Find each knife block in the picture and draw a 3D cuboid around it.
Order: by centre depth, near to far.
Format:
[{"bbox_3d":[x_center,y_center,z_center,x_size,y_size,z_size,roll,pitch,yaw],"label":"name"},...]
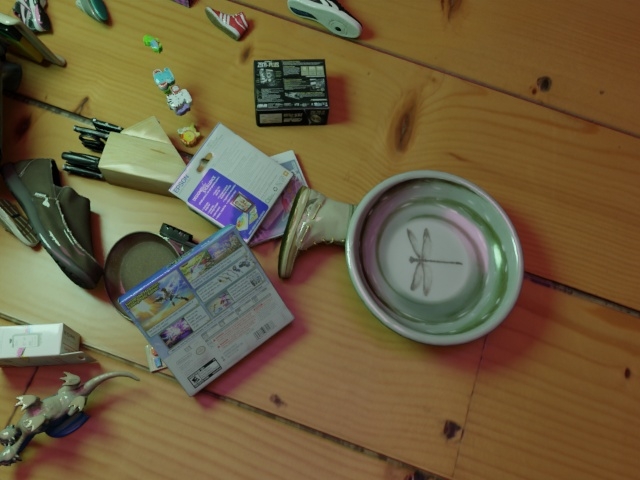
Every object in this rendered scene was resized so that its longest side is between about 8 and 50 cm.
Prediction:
[{"bbox_3d":[-0.449,-0.166,1.314,0.242,0.088,0.275,-31,76,-14],"label":"knife block"}]

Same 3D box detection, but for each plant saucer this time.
[{"bbox_3d":[-0.370,0.078,1.224,0.199,0.036,0.198,0,91,15],"label":"plant saucer"},{"bbox_3d":[0.246,0.041,1.278,0.401,0.100,0.400,2,71,-7],"label":"plant saucer"}]

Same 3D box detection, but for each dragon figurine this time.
[{"bbox_3d":[-0.511,0.332,1.127,0.289,0.144,0.085,-28,72,-33],"label":"dragon figurine"}]

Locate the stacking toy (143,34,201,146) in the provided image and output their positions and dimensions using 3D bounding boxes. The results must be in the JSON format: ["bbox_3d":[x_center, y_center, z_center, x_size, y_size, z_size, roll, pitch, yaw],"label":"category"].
[{"bbox_3d":[-0.354,-0.349,1.346,0.052,0.167,0.221,-26,75,-13],"label":"stacking toy"}]

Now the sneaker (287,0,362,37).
[{"bbox_3d":[0.032,-0.634,1.526,0.217,0.079,0.121,27,72,7],"label":"sneaker"}]

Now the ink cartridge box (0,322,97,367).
[{"bbox_3d":[-0.562,0.212,1.152,0.198,0.115,0.067,-2,70,-6],"label":"ink cartridge box"}]

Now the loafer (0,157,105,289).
[{"bbox_3d":[-0.557,-0.057,1.235,0.130,0.133,0.366,-33,72,-20],"label":"loafer"}]

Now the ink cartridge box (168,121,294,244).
[{"bbox_3d":[-0.199,-0.127,1.291,0.208,0.045,0.206,35,70,-9],"label":"ink cartridge box"}]

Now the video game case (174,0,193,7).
[{"bbox_3d":[-0.411,-0.761,1.558,0.232,0.042,0.210,24,70,5],"label":"video game case"}]

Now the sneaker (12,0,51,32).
[{"bbox_3d":[-0.751,-0.605,1.463,0.077,0.072,0.178,-18,66,0],"label":"sneaker"}]

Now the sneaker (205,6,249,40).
[{"bbox_3d":[-0.242,-0.586,1.507,0.118,0.042,0.067,40,76,2],"label":"sneaker"}]

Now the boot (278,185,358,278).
[{"bbox_3d":[0.000,0.000,1.291,0.165,0.077,0.213,17,87,-13],"label":"boot"}]

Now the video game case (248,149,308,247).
[{"bbox_3d":[-0.116,-0.102,1.350,0.184,0.023,0.201,-19,73,-11],"label":"video game case"}]

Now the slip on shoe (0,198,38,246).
[{"bbox_3d":[-0.681,-0.033,1.274,0.135,0.051,0.041,45,113,3],"label":"slip on shoe"}]

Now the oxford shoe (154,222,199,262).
[{"bbox_3d":[-0.264,0.052,1.263,0.227,0.083,0.096,26,88,6],"label":"oxford shoe"}]

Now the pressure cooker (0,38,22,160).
[{"bbox_3d":[-0.855,-0.325,1.183,0.376,0.370,0.420,-16,69,7],"label":"pressure cooker"}]

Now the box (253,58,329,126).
[{"bbox_3d":[-0.074,-0.367,1.421,0.180,0.077,0.147,-3,70,-6],"label":"box"}]

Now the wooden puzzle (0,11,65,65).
[{"bbox_3d":[-0.748,-0.489,1.337,0.221,0.238,0.044,23,86,4],"label":"wooden puzzle"}]

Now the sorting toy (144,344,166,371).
[{"bbox_3d":[-0.341,0.230,1.216,0.062,0.012,0.083,-17,72,-10],"label":"sorting toy"}]

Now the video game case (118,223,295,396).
[{"bbox_3d":[-0.227,0.140,1.175,0.270,0.061,0.244,-36,108,-16],"label":"video game case"}]

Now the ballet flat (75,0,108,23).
[{"bbox_3d":[-0.610,-0.638,1.495,0.068,0.072,0.213,-26,71,16],"label":"ballet flat"}]
